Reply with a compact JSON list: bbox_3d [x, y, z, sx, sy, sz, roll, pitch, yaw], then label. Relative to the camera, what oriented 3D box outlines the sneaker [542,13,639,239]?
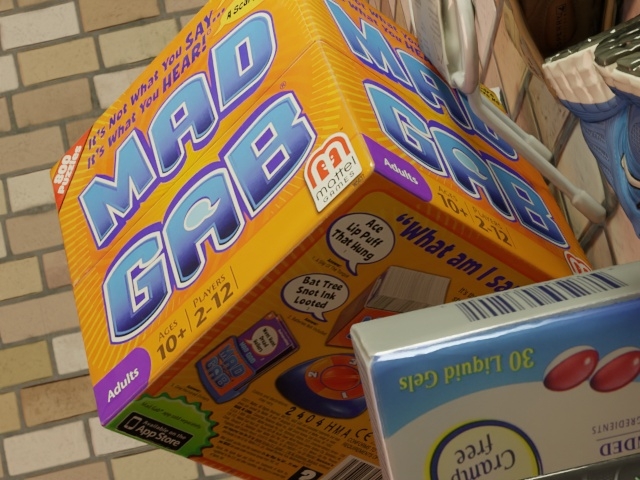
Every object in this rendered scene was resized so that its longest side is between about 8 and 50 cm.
[{"bbox_3d":[0.219,-0.062,0.783,0.147,0.129,0.330,63,-177,-4],"label":"sneaker"}]

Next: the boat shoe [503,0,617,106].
[{"bbox_3d":[0.183,-0.203,1.082,0.285,0.104,0.089,58,-169,-61],"label":"boat shoe"}]

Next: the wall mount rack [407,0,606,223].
[{"bbox_3d":[0.167,-0.180,1.368,0.350,0.130,0.304,-104,4,-71],"label":"wall mount rack"}]

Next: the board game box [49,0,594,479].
[{"bbox_3d":[0.000,0.000,1.440,0.356,0.356,0.356,29,-151,-39],"label":"board game box"}]

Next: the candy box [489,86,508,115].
[{"bbox_3d":[0.206,-0.060,1.765,0.165,0.070,0.196,81,177,-67],"label":"candy box"}]

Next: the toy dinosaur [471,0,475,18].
[{"bbox_3d":[0.109,-0.388,1.765,0.160,0.121,0.314,-18,-81,-78],"label":"toy dinosaur"}]

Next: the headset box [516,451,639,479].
[{"bbox_3d":[0.178,0.161,0.605,0.246,0.283,0.131,79,178,-71],"label":"headset box"}]

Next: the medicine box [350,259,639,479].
[{"bbox_3d":[0.181,0.176,0.989,0.149,0.263,0.289,-112,9,-84],"label":"medicine box"}]
